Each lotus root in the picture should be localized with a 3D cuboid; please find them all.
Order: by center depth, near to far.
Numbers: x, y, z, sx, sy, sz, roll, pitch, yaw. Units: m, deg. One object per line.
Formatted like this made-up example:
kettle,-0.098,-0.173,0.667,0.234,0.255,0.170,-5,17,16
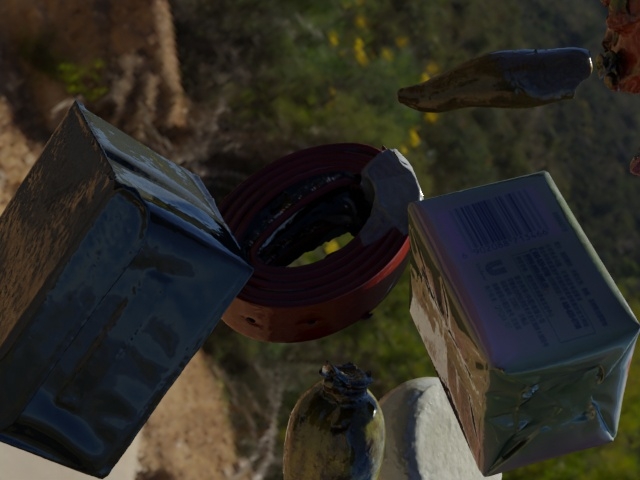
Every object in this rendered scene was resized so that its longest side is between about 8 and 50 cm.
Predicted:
lotus root,0.025,0.276,1.894,0.154,0.154,0.278,-85,-179,-65

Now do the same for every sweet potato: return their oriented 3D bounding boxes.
sweet potato,0.214,-0.191,1.610,0.077,0.244,0.077,-9,90,-86

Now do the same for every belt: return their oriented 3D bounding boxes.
belt,0.000,0.000,1.754,0.227,0.324,0.115,52,-18,24

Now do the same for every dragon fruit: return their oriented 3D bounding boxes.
dragon fruit,0.281,-0.175,1.118,0.147,0.096,0.102,-146,-126,-67

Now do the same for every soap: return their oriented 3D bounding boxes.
soap,0.169,0.073,1.150,0.182,0.138,0.199,87,-16,-51

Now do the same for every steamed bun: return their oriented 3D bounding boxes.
steamed bun,0.176,0.383,2.299,0.283,0.177,0.283,14,70,-43

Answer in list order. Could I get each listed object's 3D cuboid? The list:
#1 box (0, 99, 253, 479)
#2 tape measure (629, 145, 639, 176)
box,-0.278,0.059,1.569,0.204,0.345,0.251,29,14,-32
tape measure,0.639,-0.132,2.092,0.231,0.245,0.149,33,58,7
